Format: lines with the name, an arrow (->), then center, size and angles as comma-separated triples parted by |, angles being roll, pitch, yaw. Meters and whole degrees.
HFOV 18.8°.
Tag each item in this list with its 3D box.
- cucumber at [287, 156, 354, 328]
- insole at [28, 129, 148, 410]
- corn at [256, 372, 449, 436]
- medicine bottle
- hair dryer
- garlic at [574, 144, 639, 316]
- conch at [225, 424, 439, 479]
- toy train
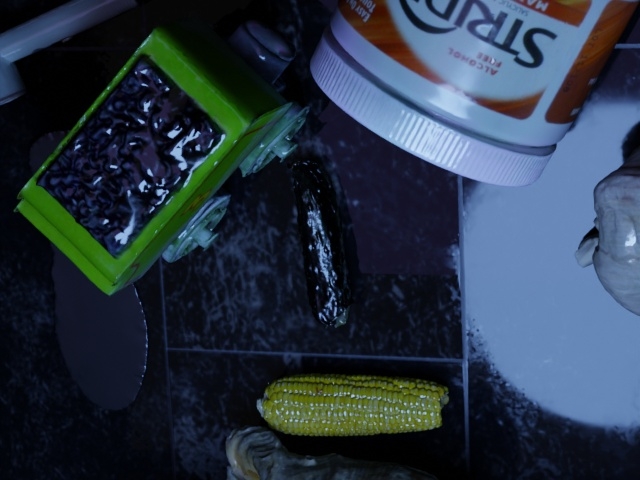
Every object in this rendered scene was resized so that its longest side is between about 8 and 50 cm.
cucumber -> 0.000, 0.000, 2.025 | 0.053, 0.053, 0.181 | -7, 101, 17
insole -> -0.256, 0.035, 2.127 | 0.109, 0.007, 0.322 | -9, 102, 16
corn -> 0.033, 0.175, 2.053 | 0.206, 0.067, 0.067 | 0, 104, 12
medicine bottle -> 0.150, -0.213, 1.818 | 0.253, 0.252, 0.240 | 29, 110, 7
hair dryer -> -0.296, -0.231, 2.037 | 0.236, 0.073, 0.131 | -21, 97, 17
garlic -> 0.326, -0.007, 1.880 | 0.212, 0.219, 0.218 | -1, 107, 51
conch -> 0.046, 0.333, 2.024 | 0.352, 0.210, 0.297 | 58, 144, 38
toy train -> -0.155, -0.086, 1.940 | 0.173, 0.249, 0.307 | 44, 111, 3
